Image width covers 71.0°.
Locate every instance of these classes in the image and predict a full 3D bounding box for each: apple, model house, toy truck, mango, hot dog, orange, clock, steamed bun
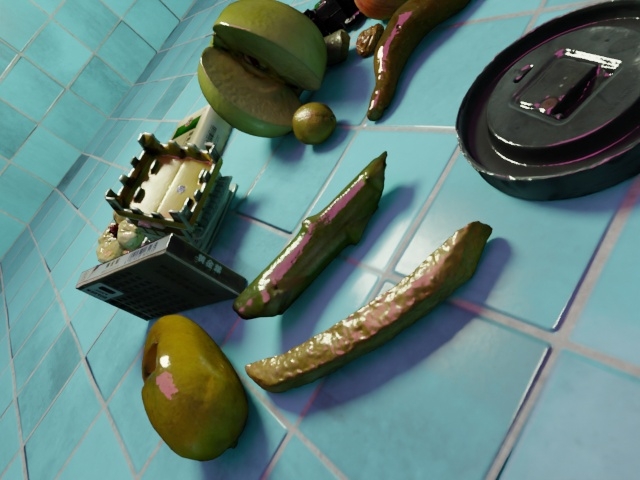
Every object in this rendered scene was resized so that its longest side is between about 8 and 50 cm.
[{"bbox_3d":[0.144,-0.567,1.006,0.146,0.146,0.147,-26,44,28],"label":"apple"},{"bbox_3d":[-0.314,-0.091,1.000,0.198,0.215,0.224,10,64,14],"label":"model house"},{"bbox_3d":[0.038,-0.585,1.140,0.242,0.101,0.125,-31,29,20],"label":"toy truck"},{"bbox_3d":[-0.129,-0.379,0.996,0.292,0.254,0.292,-53,22,33],"label":"apple"},{"bbox_3d":[-0.202,0.213,0.691,0.130,0.167,0.262,-38,34,-7],"label":"mango"},{"bbox_3d":[0.112,-0.455,1.011,0.058,0.035,0.083,10,67,53],"label":"hot dog"},{"bbox_3d":[-0.012,-0.241,0.924,0.095,0.085,0.085,-11,52,43],"label":"orange"},{"bbox_3d":[0.310,-0.176,0.566,0.280,0.055,0.281,-27,44,29],"label":"clock"},{"bbox_3d":[-0.529,-0.001,1.203,0.178,0.106,0.192,-57,43,21],"label":"steamed bun"}]

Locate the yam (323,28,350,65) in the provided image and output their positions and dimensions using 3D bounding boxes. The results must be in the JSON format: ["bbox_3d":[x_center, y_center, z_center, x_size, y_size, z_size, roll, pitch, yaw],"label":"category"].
[{"bbox_3d":[0.025,-0.455,1.076,0.146,0.069,0.070,5,64,48],"label":"yam"}]

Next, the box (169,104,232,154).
[{"bbox_3d":[-0.360,-0.265,1.289,0.168,0.095,0.212,-12,52,36],"label":"box"}]

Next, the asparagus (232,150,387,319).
[{"bbox_3d":[0.001,0.001,0.715,0.343,0.085,0.082,-47,26,-3],"label":"asparagus"}]

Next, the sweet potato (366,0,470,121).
[{"bbox_3d":[0.169,-0.388,0.865,0.108,0.079,0.346,37,92,40],"label":"sweet potato"}]

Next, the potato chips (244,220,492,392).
[{"bbox_3d":[0.052,0.110,0.588,0.406,0.057,0.080,-36,43,19],"label":"potato chips"}]

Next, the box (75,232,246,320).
[{"bbox_3d":[-0.322,0.085,0.889,0.324,0.180,0.047,-17,49,36],"label":"box"}]
